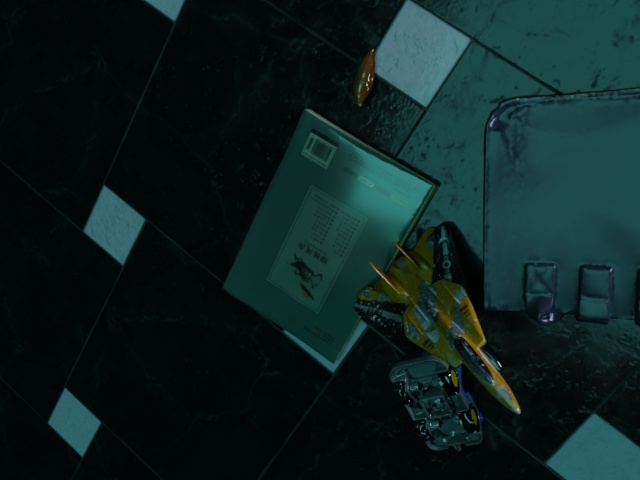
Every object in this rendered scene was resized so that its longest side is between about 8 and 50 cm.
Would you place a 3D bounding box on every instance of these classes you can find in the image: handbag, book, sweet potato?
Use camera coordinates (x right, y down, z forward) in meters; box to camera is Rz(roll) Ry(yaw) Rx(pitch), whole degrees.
[{"bbox_3d":[0.381,-0.037,0.848,0.303,0.122,0.329,1,100,22],"label":"handbag"},{"bbox_3d":[0.000,0.000,1.073,0.264,0.031,0.379,34,112,15],"label":"book"},{"bbox_3d":[0.070,-0.262,0.990,0.034,0.034,0.095,18,96,20],"label":"sweet potato"}]

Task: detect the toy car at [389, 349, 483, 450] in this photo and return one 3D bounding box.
[{"bbox_3d":[0.194,0.250,1.008,0.097,0.100,0.191,-20,112,25],"label":"toy car"}]

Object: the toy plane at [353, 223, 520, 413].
[{"bbox_3d":[0.196,0.131,0.917,0.204,0.103,0.316,-43,57,8],"label":"toy plane"}]

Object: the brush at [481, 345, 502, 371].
[{"bbox_3d":[0.229,0.143,1.008,0.193,0.016,0.063,47,115,9],"label":"brush"}]
